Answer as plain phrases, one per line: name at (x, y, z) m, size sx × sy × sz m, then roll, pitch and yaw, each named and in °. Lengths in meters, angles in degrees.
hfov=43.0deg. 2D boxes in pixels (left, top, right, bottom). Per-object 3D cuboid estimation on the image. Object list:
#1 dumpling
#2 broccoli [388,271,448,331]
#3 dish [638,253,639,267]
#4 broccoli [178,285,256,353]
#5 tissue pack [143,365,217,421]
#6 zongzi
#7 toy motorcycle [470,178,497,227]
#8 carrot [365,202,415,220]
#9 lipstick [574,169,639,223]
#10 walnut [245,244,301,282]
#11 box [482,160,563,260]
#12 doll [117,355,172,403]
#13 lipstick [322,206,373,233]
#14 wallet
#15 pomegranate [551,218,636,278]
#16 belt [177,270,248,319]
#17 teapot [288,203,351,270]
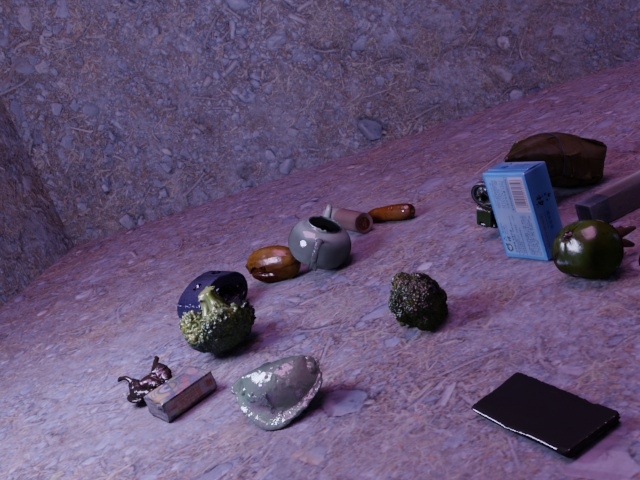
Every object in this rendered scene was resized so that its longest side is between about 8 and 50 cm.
dumpling at (-0.098, 0.317, 1.721) m, size 0.217 × 0.104 × 0.149 m, roll -16°, pitch 17°, yaw 18°
broccoli at (0.224, 0.137, 1.865) m, size 0.138 × 0.146 × 0.162 m, roll -51°, pitch 10°, yaw 48°
dish at (0.766, 0.026, 1.605) m, size 0.243 × 0.080 × 0.182 m, roll -10°, pitch 20°, yaw 29°
broccoli at (-0.270, 0.211, 2.159) m, size 0.198 × 0.176 × 0.226 m, roll -14°, pitch 33°, yaw 11°
tissue pack at (-0.337, 0.364, 1.951) m, size 0.148 × 0.060 × 0.109 m, roll -33°, pitch 21°, yaw -31°
zongzi at (0.583, -0.228, 2.348) m, size 0.361 × 0.159 × 0.323 m, roll -5°, pitch 3°, yaw -27°
toy motorcycle at (0.511, -0.082, 2.207) m, size 0.275 × 0.127 × 0.205 m, roll 3°, pitch 30°, yaw 41°
carrot at (0.217, -0.088, 2.699) m, size 0.059 × 0.059 × 0.248 m, roll -35°, pitch 18°, yaw -37°
lipstick at (0.799, -0.126, 2.064) m, size 0.317 × 0.066 × 0.068 m, roll -25°, pitch 17°, yaw -12°
walnut at (-0.152, 0.074, 2.540) m, size 0.207 × 0.115 × 0.116 m, roll -6°, pitch 22°, yaw 30°
box at (0.498, -0.073, 1.979) m, size 0.083 × 0.232 × 0.143 m, roll -30°, pitch 18°, yaw -27°
doll at (-0.437, 0.367, 2.081) m, size 0.139 × 0.057 × 0.165 m, roll -28°, pitch 26°, yaw -25°
lipstick at (0.089, -0.071, 2.768) m, size 0.070 × 0.070 × 0.254 m, roll -28°, pitch 18°, yaw -19°
wallet at (0.370, 0.290, 1.362) m, size 0.124 × 0.025 × 0.244 m, roll -28°, pitch 19°, yaw -21°
pomegranate at (0.605, 0.009, 1.782) m, size 0.191 × 0.131 × 0.152 m, roll -21°, pitch 12°, yaw -26°
belt at (-0.309, 0.172, 2.405) m, size 0.126 × 0.139 × 0.230 m, roll -4°, pitch 22°, yaw 33°
teapot at (0.000, 0.000, 2.460) m, size 0.193 × 0.129 × 0.294 m, roll 15°, pitch 24°, yaw 1°
